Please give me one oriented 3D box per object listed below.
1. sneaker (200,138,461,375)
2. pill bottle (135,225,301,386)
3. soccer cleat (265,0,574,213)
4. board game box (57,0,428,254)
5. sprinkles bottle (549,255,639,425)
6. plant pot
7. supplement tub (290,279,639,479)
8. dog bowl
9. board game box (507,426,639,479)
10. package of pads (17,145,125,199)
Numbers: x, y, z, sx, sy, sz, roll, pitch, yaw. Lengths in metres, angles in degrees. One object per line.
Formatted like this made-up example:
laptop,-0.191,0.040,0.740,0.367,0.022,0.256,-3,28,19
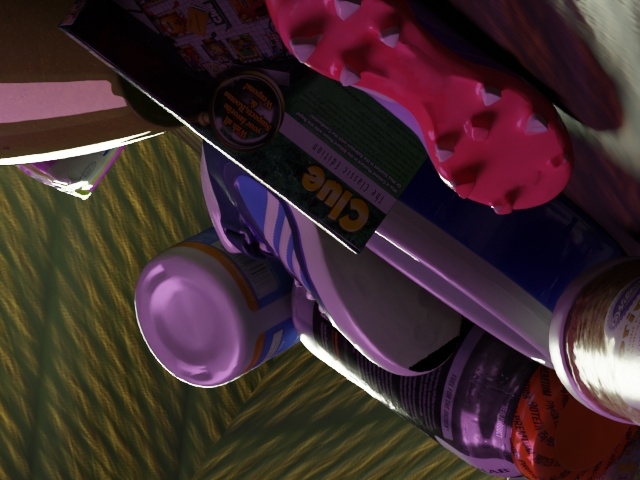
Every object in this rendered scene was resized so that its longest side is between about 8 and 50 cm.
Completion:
sneaker,-0.001,0.000,1.857,0.323,0.130,0.236,57,159,4
pill bottle,-0.055,0.039,2.062,0.152,0.152,0.272,34,-144,23
soccer cleat,0.062,-0.102,1.144,0.248,0.083,0.095,32,-150,-37
board game box,-0.029,-0.114,1.242,0.259,0.136,0.030,38,175,-30
sprinkles bottle,0.243,0.072,1.260,0.121,0.121,0.355,36,177,-5
plant pot,-0.223,-0.177,1.605,0.293,0.275,0.275,12,162,40
supplement tub,0.146,0.095,1.904,0.338,0.207,0.207,34,177,41
dog bowl,0.113,-0.012,1.570,0.265,0.104,0.265,35,178,2
board game box,0.266,0.204,1.907,0.154,0.103,0.026,-2,143,48
package of pads,-0.313,-0.208,2.087,0.296,0.229,0.101,35,177,12
